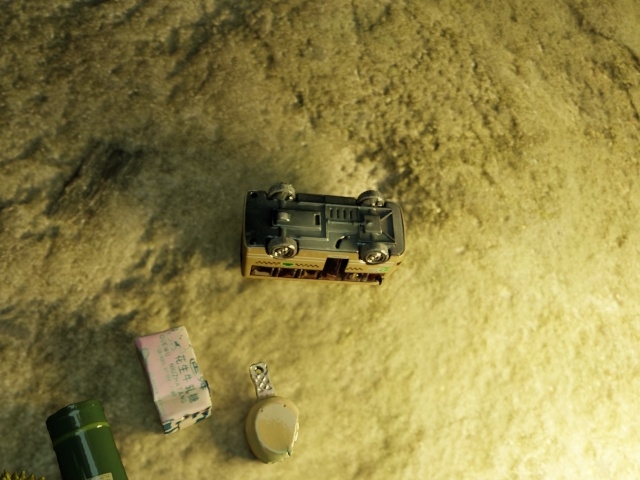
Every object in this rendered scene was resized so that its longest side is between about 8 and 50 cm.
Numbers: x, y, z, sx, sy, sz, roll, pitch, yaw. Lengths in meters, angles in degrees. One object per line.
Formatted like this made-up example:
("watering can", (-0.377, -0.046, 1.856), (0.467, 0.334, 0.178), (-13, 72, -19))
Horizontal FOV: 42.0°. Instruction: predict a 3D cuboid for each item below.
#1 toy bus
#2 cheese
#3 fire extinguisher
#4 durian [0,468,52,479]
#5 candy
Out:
("toy bus", (0.000, 0.000, 1.503), (0.289, 0.157, 0.139), (3, 57, -10))
("cheese", (-0.078, 0.287, 1.393), (0.092, 0.047, 0.171), (7, 61, -11))
("fire extinguisher", (-0.326, 0.392, 1.255), (0.118, 0.093, 0.294), (-27, 70, 3))
("durian", (-0.415, 0.438, 1.108), (0.225, 0.291, 0.291), (-20, 69, -15))
("candy", (-0.240, 0.226, 1.372), (0.092, 0.073, 0.160), (-16, 68, -16))
